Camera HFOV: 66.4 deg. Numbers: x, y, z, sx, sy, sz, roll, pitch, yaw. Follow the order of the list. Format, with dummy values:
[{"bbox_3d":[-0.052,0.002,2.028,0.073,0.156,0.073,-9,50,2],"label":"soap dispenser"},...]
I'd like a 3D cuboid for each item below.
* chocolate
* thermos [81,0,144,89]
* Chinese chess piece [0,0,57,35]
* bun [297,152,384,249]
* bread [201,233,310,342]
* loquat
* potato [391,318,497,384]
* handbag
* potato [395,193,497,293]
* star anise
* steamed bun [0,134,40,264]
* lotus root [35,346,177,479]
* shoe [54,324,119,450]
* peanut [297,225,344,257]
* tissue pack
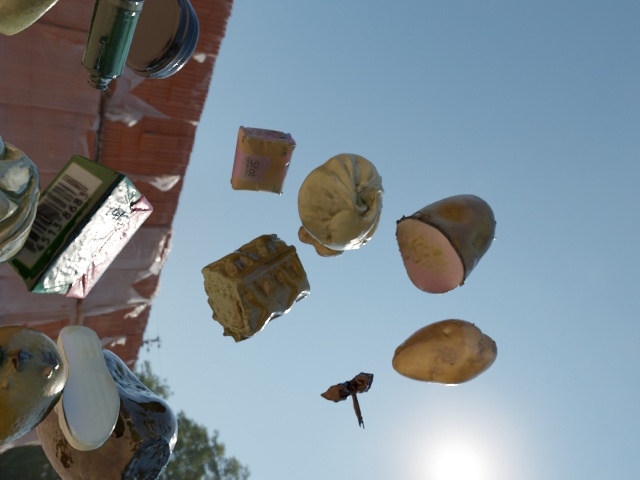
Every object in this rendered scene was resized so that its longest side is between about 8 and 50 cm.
[{"bbox_3d":[-0.662,-0.029,1.352,0.360,0.161,0.341,-56,179,-13],"label":"chocolate"},{"bbox_3d":[-0.365,-0.347,0.852,0.083,0.073,0.188,55,-51,26],"label":"thermos"},{"bbox_3d":[-0.542,-0.498,0.898,0.250,0.101,0.251,-17,-127,25],"label":"Chinese chess piece"},{"bbox_3d":[0.064,-0.099,1.269,0.160,0.259,0.260,-162,-104,-64],"label":"bun"},{"bbox_3d":[-0.177,0.118,1.337,0.196,0.252,0.239,-12,-82,52],"label":"bread"},{"bbox_3d":[-0.450,0.201,0.690,0.149,0.172,0.205,38,-46,7],"label":"loquat"},{"bbox_3d":[0.285,0.251,1.126,0.234,0.161,0.128,-1,-61,16],"label":"potato"},{"bbox_3d":[-0.457,-0.586,1.350,0.253,0.093,0.308,-37,-114,19],"label":"handbag"},{"bbox_3d":[0.342,-0.019,1.270,0.229,0.266,0.230,32,-41,34],"label":"potato"},{"bbox_3d":[0.099,0.440,1.336,0.158,0.140,0.144,-26,-112,12],"label":"star anise"},{"bbox_3d":[-0.781,-0.100,0.982,0.237,0.346,0.394,-85,156,-71],"label":"steamed bun"},{"bbox_3d":[-0.447,0.388,1.026,0.345,0.250,0.251,17,-77,42],"label":"lotus root"},{"bbox_3d":[-0.428,0.275,0.868,0.110,0.095,0.265,-58,-139,22],"label":"shoe"},{"bbox_3d":[-0.001,0.002,1.668,0.192,0.089,0.089,33,-63,31],"label":"peanut"},{"bbox_3d":[-0.225,-0.308,1.886,0.123,0.214,0.257,-104,-156,-44],"label":"tissue pack"}]
